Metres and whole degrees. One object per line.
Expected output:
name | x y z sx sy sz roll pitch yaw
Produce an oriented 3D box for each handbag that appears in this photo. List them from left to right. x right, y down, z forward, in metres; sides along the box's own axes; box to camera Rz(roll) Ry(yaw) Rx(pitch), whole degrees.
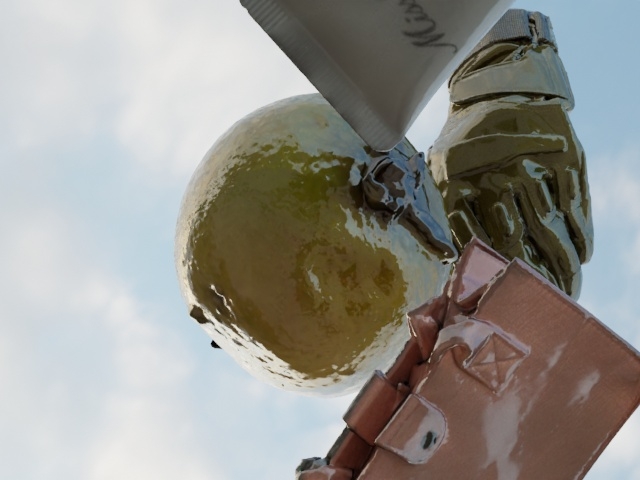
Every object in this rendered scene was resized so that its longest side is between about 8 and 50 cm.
handbag | 0.077 0.119 0.878 0.212 0.157 0.059 -55 -139 0

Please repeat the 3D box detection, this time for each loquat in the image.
loquat | 0.000 0.000 1.240 0.244 0.244 0.244 11 -60 20

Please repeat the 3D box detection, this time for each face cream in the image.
face cream | 0.105 -0.213 1.037 0.314 0.089 0.143 -43 -80 0

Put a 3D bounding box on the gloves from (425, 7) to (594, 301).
gloves | 0.174 -0.071 1.482 0.154 0.331 0.141 -4 -34 10
